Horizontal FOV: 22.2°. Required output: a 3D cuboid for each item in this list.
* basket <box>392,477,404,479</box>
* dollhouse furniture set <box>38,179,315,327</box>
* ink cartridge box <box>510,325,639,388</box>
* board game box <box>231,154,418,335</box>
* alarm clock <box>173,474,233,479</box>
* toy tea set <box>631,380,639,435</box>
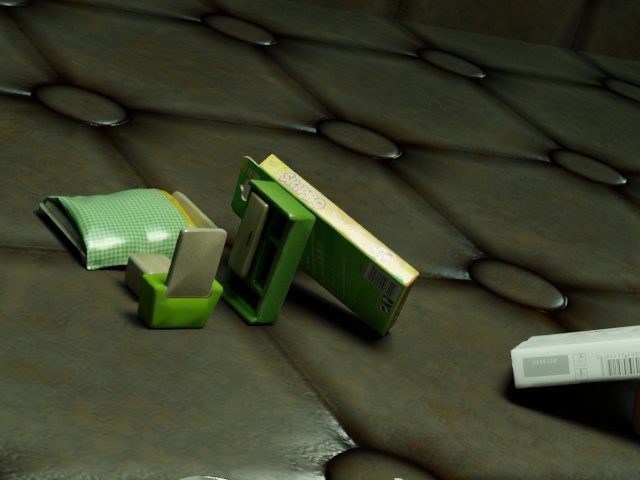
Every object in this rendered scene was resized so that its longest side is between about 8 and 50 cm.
[{"bbox_3d":[0.052,0.298,1.430,0.103,0.113,0.167,4,26,-24],"label":"basket"},{"bbox_3d":[-0.183,-0.034,1.981,0.198,0.151,0.301,1,27,-38],"label":"dollhouse furniture set"},{"bbox_3d":[0.341,0.143,2.046,0.181,0.056,0.225,-6,-2,13],"label":"ink cartridge box"},{"bbox_3d":[0.000,0.000,2.017,0.259,0.124,0.039,37,57,11],"label":"board game box"},{"bbox_3d":[-0.079,0.277,1.435,0.129,0.064,0.192,-2,27,-43],"label":"alarm clock"},{"bbox_3d":[0.508,0.271,1.920,0.200,0.124,0.336,-20,38,-13],"label":"toy tea set"}]
